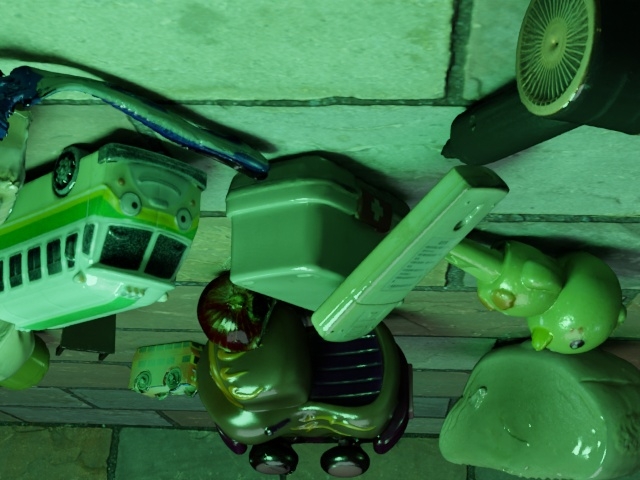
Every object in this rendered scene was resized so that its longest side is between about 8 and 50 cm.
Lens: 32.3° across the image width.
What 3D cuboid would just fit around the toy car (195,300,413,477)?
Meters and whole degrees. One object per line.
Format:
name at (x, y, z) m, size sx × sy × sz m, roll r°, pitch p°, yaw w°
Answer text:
toy car at (-0.024, 0.204, 1.711) m, size 0.340 × 0.271 × 0.240 m, roll -2°, pitch 147°, yaw 3°

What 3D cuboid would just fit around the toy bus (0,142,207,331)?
toy bus at (-0.253, 0.003, 1.190) m, size 0.133 × 0.165 × 0.276 m, roll 16°, pitch 159°, yaw -40°

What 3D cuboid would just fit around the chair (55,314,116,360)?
chair at (-0.346, 0.115, 1.675) m, size 0.084 × 0.102 × 0.212 m, roll 8°, pitch 163°, yaw -19°

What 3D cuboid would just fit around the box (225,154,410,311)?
box at (0.000, 0.000, 1.204) m, size 0.148 × 0.129 × 0.210 m, roll -9°, pitch 161°, yaw 34°

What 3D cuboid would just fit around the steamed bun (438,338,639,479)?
steamed bun at (0.402, 0.288, 1.936) m, size 0.247 × 0.236 × 0.383 m, roll 5°, pitch 172°, yaw -42°

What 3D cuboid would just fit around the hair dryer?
hair dryer at (0.203, -0.111, 0.913) m, size 0.189 × 0.107 × 0.352 m, roll 7°, pitch 170°, yaw -20°

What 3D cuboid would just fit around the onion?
onion at (-0.121, 0.100, 1.576) m, size 0.118 × 0.117 × 0.119 m, roll 12°, pitch 146°, yaw 8°

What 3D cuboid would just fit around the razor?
razor at (-0.165, -0.109, 1.015) m, size 0.324 × 0.093 × 0.056 m, roll 13°, pitch 125°, yaw -41°

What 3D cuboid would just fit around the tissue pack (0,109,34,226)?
tissue pack at (-0.417, -0.071, 1.044) m, size 0.256 × 0.123 × 0.215 m, roll 10°, pitch 163°, yaw -21°

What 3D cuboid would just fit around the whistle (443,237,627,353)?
whistle at (0.259, 0.069, 1.391) m, size 0.294 × 0.141 × 0.141 m, roll 10°, pitch 161°, yaw -20°

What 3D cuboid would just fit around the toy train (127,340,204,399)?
toy train at (-0.290, 0.249, 2.113) m, size 0.188 × 0.099 × 0.072 m, roll -10°, pitch 157°, yaw 37°

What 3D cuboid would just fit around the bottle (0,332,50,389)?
bottle at (-0.560, 0.188, 1.921) m, size 0.112 × 0.112 × 0.260 m, roll 1°, pitch 163°, yaw 5°

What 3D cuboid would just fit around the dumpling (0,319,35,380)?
dumpling at (-0.492, 0.140, 1.677) m, size 0.126 × 0.166 × 0.216 m, roll 29°, pitch 155°, yaw 11°

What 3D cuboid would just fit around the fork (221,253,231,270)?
fork at (-0.032, 0.007, 1.426) m, size 0.219 × 0.028 × 0.034 m, roll -12°, pitch 151°, yaw 28°

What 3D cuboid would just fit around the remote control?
remote control at (0.087, 0.015, 1.097) m, size 0.233 × 0.038 × 0.098 m, roll -47°, pitch 157°, yaw 24°
